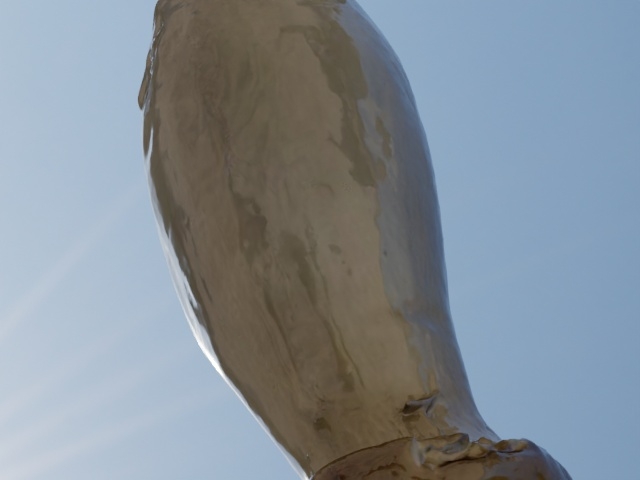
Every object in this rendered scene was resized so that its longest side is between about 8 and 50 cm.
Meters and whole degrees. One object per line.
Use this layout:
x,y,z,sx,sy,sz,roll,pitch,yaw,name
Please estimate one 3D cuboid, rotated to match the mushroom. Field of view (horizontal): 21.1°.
0.000,0.000,0.712,0.128,0.128,0.350,-38,-131,19,mushroom
